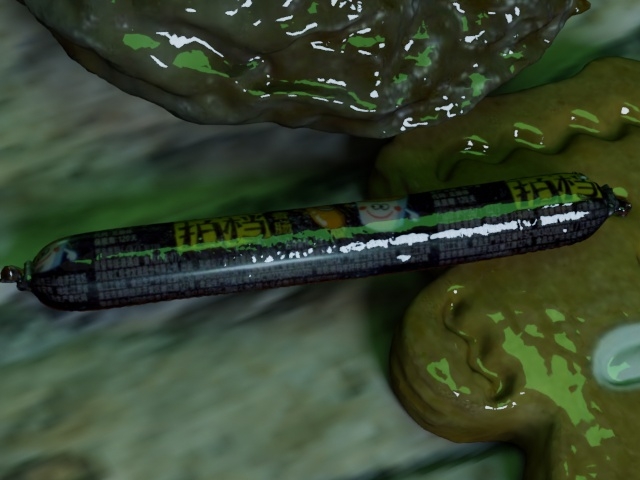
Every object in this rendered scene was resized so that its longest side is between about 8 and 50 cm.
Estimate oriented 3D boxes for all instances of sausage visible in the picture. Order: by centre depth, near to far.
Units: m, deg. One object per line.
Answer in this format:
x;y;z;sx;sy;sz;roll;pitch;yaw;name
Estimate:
0.000;0.000;0.579;0.198;0.025;0.028;-6;50;-5;sausage

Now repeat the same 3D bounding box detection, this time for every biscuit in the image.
0.116;0.044;0.603;0.184;0.035;0.249;-11;61;-23;biscuit

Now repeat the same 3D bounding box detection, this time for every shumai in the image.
0.000;-0.141;0.598;0.205;0.176;0.166;-12;51;-22;shumai
